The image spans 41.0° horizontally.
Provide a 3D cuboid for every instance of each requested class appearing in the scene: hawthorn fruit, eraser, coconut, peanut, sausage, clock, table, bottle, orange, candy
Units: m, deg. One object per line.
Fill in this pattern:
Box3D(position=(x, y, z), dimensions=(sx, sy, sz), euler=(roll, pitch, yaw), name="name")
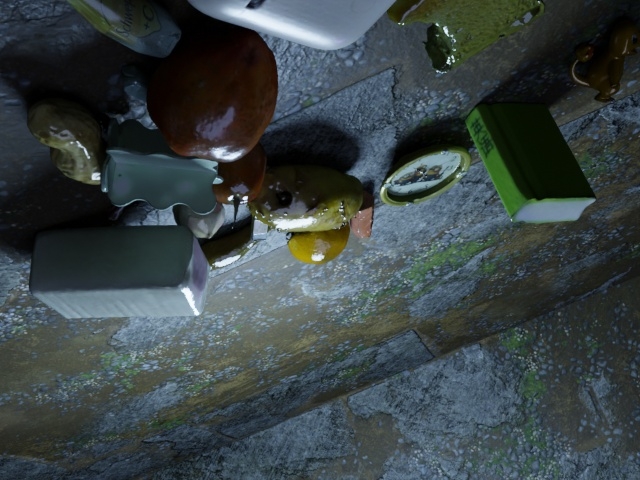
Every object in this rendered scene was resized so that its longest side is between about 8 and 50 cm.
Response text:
Box3D(position=(-0.168, -0.129, 1.695), dimensions=(0.149, 0.189, 0.149), euler=(-21, -176, 1), name="hawthorn fruit")
Box3D(position=(0.463, -0.175, 1.902), dimensions=(0.210, 0.274, 0.092), euler=(-3, 151, -28), name="eraser")
Box3D(position=(-0.257, -0.056, 1.819), dimensions=(0.110, 0.124, 0.110), euler=(-17, 153, -9), name="coconut")
Box3D(position=(-0.434, -0.175, 1.508), dimensions=(0.103, 0.098, 0.229), euler=(-46, 156, -17), name="peanut")
Box3D(position=(-0.142, -0.039, 2.003), dimensions=(0.038, 0.019, 0.083), euler=(-5, 119, -25), name="eraser")
Box3D(position=(0.104, -0.059, 2.131), dimensions=(0.065, 0.065, 0.169), euler=(-16, 153, -7), name="sausage")
Box3D(position=(0.242, -0.165, 2.024), dimensions=(0.237, 0.057, 0.237), euler=(-17, 155, -8), name="clock")
Box3D(position=(-0.278, -0.133, 1.549), dimensions=(0.198, 0.166, 0.166), euler=(6, 151, -1), name="table")
Box3D(position=(-0.166, -0.263, 1.414), dimensions=(0.211, 0.210, 0.262), euler=(2, 128, -36), name="hawthorn fruit")
Box3D(position=(-0.322, -0.351, 1.253), dimensions=(0.083, 0.083, 0.270), euler=(-33, 149, 26), name="bottle")
Box3D(position=(0.000, 0.000, 2.131), dimensions=(0.160, 0.112, 0.170), euler=(-8, 164, -22), name="orange")
Box3D(position=(-0.422, 0.073, 1.838), dimensions=(0.359, 0.145, 0.208), euler=(-1, 155, 9), name="candy")

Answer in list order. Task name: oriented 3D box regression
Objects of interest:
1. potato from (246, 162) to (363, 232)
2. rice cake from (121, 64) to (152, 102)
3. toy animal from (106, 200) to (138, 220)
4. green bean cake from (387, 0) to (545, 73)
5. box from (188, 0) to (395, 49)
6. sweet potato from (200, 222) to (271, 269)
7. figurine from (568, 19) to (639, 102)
Box3D(position=(-0.029, -0.093, 1.885), dimensions=(0.300, 0.140, 0.173), euler=(4, 152, -41), name="potato")
Box3D(position=(-0.262, -0.248, 1.536), dimensions=(0.042, 0.045, 0.245), euler=(-30, 152, 23), name="rice cake")
Box3D(position=(-0.345, -0.125, 1.695), dimensions=(0.202, 0.070, 0.105), euler=(-41, -169, 23), name="toy animal")
Box3D(position=(0.233, -0.419, 1.447), dimensions=(0.233, 0.124, 0.236), euler=(-30, 152, 19), name="green bean cake")
Box3D(position=(-0.017, -0.420, 1.258), dimensions=(0.349, 0.141, 0.289), euler=(7, 145, -42), name="box")
Box3D(position=(-0.219, 0.019, 2.051), dimensions=(0.244, 0.077, 0.077), euler=(-22, 154, 10), name="sweet potato")
Box3D(position=(0.601, -0.390, 1.809), dimensions=(0.122, 0.121, 0.176), euler=(16, 130, -8), name="figurine")
